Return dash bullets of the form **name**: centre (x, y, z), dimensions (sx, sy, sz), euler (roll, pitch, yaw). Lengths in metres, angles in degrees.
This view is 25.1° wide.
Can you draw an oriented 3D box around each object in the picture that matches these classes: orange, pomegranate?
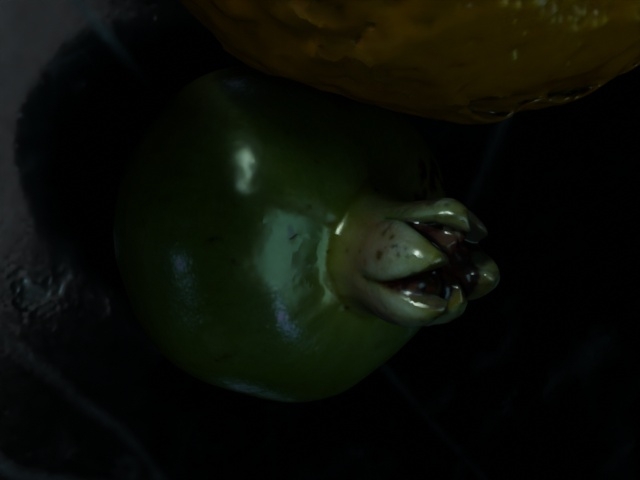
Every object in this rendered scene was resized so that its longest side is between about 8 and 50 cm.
- **orange**: centre (0.055, -0.229, 0.627), dimensions (0.340, 0.293, 0.341), euler (-21, 137, -21)
- **pomegranate**: centre (-0.015, -0.001, 0.724), dimensions (0.179, 0.210, 0.179), euler (-1, 96, -9)
